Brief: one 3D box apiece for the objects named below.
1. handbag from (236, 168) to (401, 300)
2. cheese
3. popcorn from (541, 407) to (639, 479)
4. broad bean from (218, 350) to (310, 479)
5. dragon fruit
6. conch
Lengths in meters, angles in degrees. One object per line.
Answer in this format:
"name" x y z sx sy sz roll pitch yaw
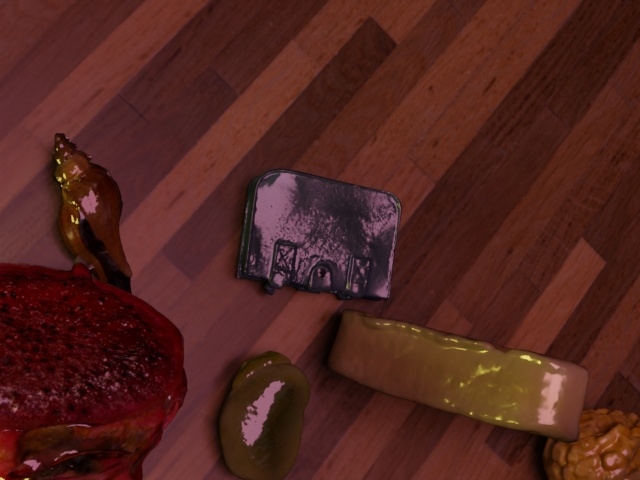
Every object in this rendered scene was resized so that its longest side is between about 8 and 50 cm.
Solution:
"handbag" 0.000 0.000 1.472 0.229 0.062 0.179 12 79 -21
"cheese" 0.182 0.185 1.425 0.384 0.384 0.104 19 83 -20
"popcorn" 0.424 0.337 1.568 0.170 0.180 0.180 43 67 15
"broad bean" -0.075 0.239 1.397 0.124 0.082 0.175 21 74 -21
"dragon fruit" -0.349 0.188 1.173 0.386 0.371 0.249 16 111 6
"conch" -0.298 -0.027 1.341 0.086 0.080 0.233 -9 87 -16
